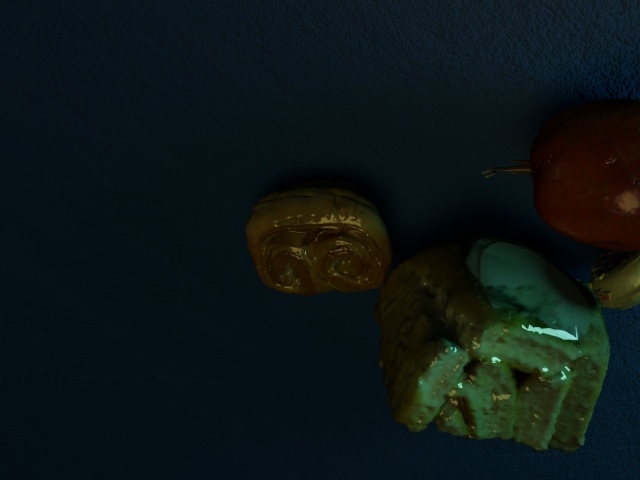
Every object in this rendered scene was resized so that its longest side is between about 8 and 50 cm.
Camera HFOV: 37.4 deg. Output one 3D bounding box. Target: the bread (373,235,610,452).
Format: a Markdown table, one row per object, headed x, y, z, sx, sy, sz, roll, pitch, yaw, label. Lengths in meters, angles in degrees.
| x | y | z | sx | sy | sz | roll | pitch | yaw | label |
| --- | --- | --- | --- | --- | --- | --- | --- | --- | --- |
| 0.303 | 0.152 | 1.454 | 0.395 | 0.239 | 0.264 | 14 | 130 | -18 | bread |

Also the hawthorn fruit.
| x | y | z | sx | sy | sz | roll | pitch | yaw | label |
| --- | --- | --- | --- | --- | --- | --- | --- | --- | --- |
| 0.371 | -0.092 | 1.285 | 0.299 | 0.211 | 0.211 | 4 | 128 | 21 | hawthorn fruit |

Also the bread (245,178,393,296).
| x | y | z | sx | sy | sz | roll | pitch | yaw | label |
| --- | --- | --- | --- | --- | --- | --- | --- | --- | --- |
| -0.001 | -0.002 | 1.511 | 0.236 | 0.120 | 0.198 | -4 | 127 | 18 | bread |

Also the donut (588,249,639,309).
| x | y | z | sx | sy | sz | roll | pitch | yaw | label |
| --- | --- | --- | --- | --- | --- | --- | --- | --- | --- |
| 0.464 | 0.029 | 1.372 | 0.068 | 0.174 | 0.175 | 48 | 125 | -5 | donut |
